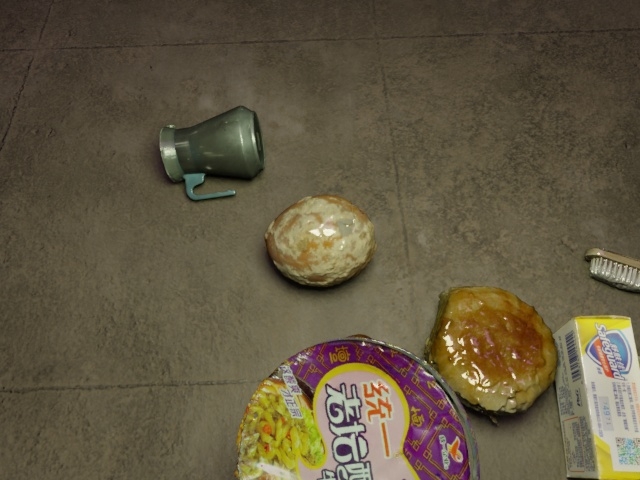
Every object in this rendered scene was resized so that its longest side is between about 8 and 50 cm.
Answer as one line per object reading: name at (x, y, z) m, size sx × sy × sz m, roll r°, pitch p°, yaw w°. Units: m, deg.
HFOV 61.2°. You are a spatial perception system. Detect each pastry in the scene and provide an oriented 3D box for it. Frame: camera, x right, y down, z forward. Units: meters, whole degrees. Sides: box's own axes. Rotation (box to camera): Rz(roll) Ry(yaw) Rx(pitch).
pastry at (0.324, 0.210, 1.040) m, size 0.235 × 0.121 × 0.257 m, roll 18°, pitch 59°, yaw 7°

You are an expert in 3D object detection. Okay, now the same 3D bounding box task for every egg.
egg at (0.000, 0.000, 1.127) m, size 0.233 × 0.195 × 0.195 m, roll 0°, pitch 59°, yaw 12°

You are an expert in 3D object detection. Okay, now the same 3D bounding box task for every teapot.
teapot at (-0.251, -0.204, 1.281) m, size 0.225 × 0.171 × 0.203 m, roll -8°, pitch 90°, yaw 4°

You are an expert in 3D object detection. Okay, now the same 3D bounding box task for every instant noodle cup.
instant noodle cup at (0.065, 0.321, 0.850) m, size 0.339 × 0.266 × 0.340 m, roll -2°, pitch 80°, yaw 10°

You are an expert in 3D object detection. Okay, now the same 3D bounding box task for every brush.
brush at (0.720, 0.094, 1.137) m, size 0.327 × 0.070 × 0.065 m, roll 18°, pitch 79°, yaw 9°

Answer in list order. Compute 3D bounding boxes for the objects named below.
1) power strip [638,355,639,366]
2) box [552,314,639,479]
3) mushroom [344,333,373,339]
power strip at (0.594, 0.259, 1.055) m, size 0.226 × 0.029 × 0.080 m, roll 17°, pitch 65°, yaw 10°
box at (0.486, 0.278, 0.948) m, size 0.097 × 0.168 × 0.265 m, roll -1°, pitch 66°, yaw 7°
mushroom at (0.081, 0.241, 1.044) m, size 0.109 × 0.085 × 0.126 m, roll -33°, pitch 59°, yaw 13°
